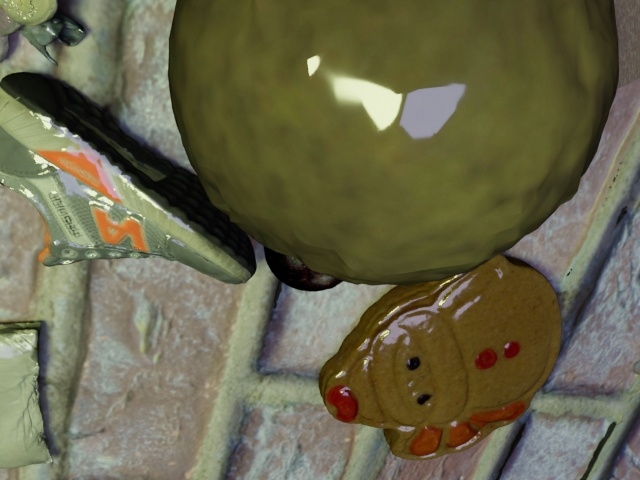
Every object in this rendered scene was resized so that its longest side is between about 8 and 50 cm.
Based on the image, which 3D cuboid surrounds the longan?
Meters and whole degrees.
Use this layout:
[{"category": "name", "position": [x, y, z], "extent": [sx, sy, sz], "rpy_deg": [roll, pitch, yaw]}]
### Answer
[{"category": "longan", "position": [0.056, -0.150, 0.554], "extent": [0.391, 0.391, 0.391], "rpy_deg": [-6, 117, -12]}]

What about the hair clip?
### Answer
[{"category": "hair clip", "position": [-0.305, -0.245, 0.581], "extent": [0.146, 0.056, 0.187], "rpy_deg": [-14, 137, 31]}]

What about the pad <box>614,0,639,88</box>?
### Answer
[{"category": "pad", "position": [0.362, -0.308, 0.754], "extent": [0.176, 0.002, 0.266], "rpy_deg": [-26, 124, -9]}]

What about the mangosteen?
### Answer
[{"category": "mangosteen", "position": [0.000, 0.000, 0.771], "extent": [0.137, 0.137, 0.151], "rpy_deg": [-42, 152, 7]}]

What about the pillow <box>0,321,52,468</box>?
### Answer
[{"category": "pillow", "position": [-0.426, 0.206, 0.790], "extent": [0.148, 0.050, 0.229], "rpy_deg": [4, 114, -9]}]

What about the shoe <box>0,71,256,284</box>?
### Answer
[{"category": "shoe", "position": [-0.234, -0.019, 0.692], "extent": [0.336, 0.132, 0.171], "rpy_deg": [38, 106, -25]}]

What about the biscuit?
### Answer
[{"category": "biscuit", "position": [0.186, 0.185, 0.939], "extent": [0.381, 0.074, 0.358], "rpy_deg": [-20, 117, -9]}]
